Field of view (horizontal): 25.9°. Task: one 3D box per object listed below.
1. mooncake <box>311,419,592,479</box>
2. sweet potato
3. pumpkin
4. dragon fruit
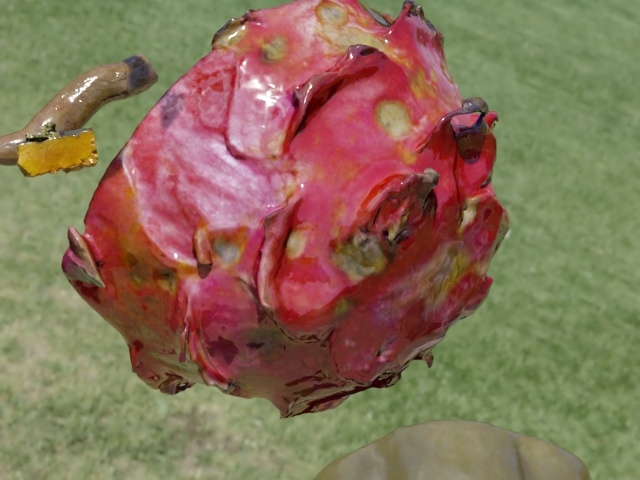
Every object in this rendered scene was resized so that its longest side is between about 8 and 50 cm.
[{"bbox_3d":[0.188,0.471,2.032,0.467,0.467,0.262,12,44,-22],"label":"mooncake"},{"bbox_3d":[-0.335,-0.161,1.816,0.281,0.067,0.059,-39,14,-26],"label":"sweet potato"},{"bbox_3d":[-0.265,-0.093,1.395,0.083,0.054,0.074,-14,10,-13],"label":"pumpkin"},{"bbox_3d":[0.000,0.000,1.150,0.386,0.371,0.249,-28,57,-33],"label":"dragon fruit"}]
